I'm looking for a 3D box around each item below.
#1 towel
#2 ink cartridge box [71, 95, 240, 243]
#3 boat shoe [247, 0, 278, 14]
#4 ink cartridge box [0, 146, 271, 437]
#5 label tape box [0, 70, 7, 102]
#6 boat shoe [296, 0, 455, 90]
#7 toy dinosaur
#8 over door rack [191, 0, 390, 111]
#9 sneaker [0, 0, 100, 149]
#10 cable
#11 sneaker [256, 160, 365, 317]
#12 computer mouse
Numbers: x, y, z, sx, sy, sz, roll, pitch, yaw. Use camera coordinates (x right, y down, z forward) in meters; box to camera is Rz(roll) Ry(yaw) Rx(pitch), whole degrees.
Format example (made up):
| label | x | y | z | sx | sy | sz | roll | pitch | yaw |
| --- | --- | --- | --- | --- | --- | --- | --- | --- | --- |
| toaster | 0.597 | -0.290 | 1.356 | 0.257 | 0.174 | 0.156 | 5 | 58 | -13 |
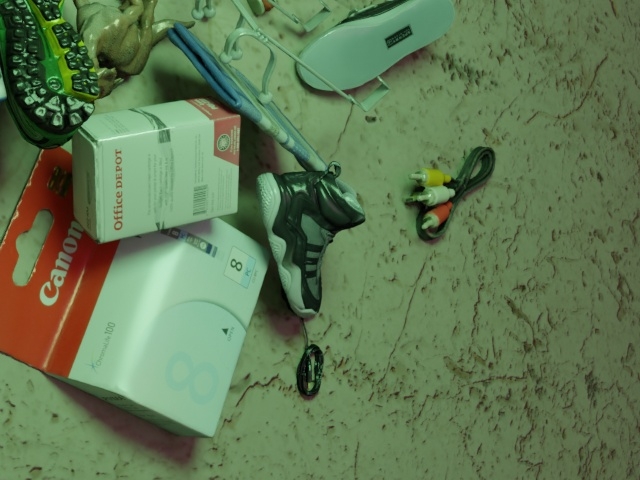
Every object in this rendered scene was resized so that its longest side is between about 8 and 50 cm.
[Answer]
| label | x | y | z | sx | sy | sz | roll | pitch | yaw |
| --- | --- | --- | --- | --- | --- | --- | --- | --- | --- |
| towel | -0.104 | -0.202 | 1.748 | 0.034 | 0.209 | 0.285 | -44 | 148 | 7 |
| ink cartridge box | -0.228 | -0.100 | 1.611 | 0.218 | 0.092 | 0.158 | -15 | 124 | -32 |
| boat shoe | -0.111 | -0.437 | 1.901 | 0.043 | 0.049 | 0.137 | -35 | 114 | -26 |
| ink cartridge box | -0.269 | 0.071 | 1.664 | 0.385 | 0.091 | 0.308 | 34 | 63 | -35 |
| label tape box | -0.542 | -0.303 | 1.367 | 0.249 | 0.115 | 0.347 | -16 | 97 | -32 |
| boat shoe | 0.082 | -0.356 | 2.028 | 0.306 | 0.105 | 0.113 | -32 | 119 | -15 |
| toy dinosaur | -0.297 | -0.274 | 1.669 | 0.296 | 0.127 | 0.200 | -11 | 104 | -63 |
| over door rack | -0.073 | -0.308 | 1.791 | 0.324 | 0.108 | 0.239 | 13 | 35 | -46 |
| sneaker | -0.387 | -0.275 | 1.492 | 0.134 | 0.146 | 0.343 | -7 | 74 | -29 |
| cable | 0.258 | -0.090 | 2.173 | 0.287 | 0.072 | 0.139 | -22 | 104 | -42 |
| sneaker | 0.000 | 0.000 | 1.798 | 0.153 | 0.101 | 0.268 | -16 | 125 | -2 |
| computer mouse | -0.020 | 0.133 | 1.912 | 0.071 | 0.041 | 0.242 | -5 | 88 | -43 |
